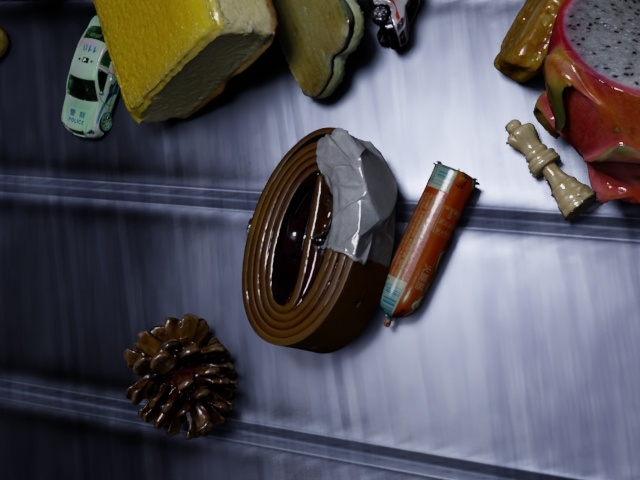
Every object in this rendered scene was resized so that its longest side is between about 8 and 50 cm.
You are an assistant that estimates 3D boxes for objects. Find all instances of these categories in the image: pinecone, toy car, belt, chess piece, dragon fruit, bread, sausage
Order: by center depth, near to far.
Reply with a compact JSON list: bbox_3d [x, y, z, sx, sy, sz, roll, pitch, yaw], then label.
[{"bbox_3d":[0.431,-0.188,1.068,0.305,0.226,0.305,-1,52,2],"label":"dragon fruit"},{"bbox_3d":[0.360,-0.358,1.161,0.077,0.139,0.271,34,93,-6],"label":"bread"},{"bbox_3d":[0.335,-0.112,1.182,0.060,0.060,0.172,-39,70,10],"label":"chess piece"},{"bbox_3d":[0.000,0.000,1.215,0.217,0.122,0.339,11,84,38],"label":"belt"},{"bbox_3d":[0.154,0.012,1.216,0.083,0.083,0.264,25,93,20],"label":"sausage"},{"bbox_3d":[-0.224,0.224,1.275,0.179,0.150,0.195,-36,76,5],"label":"pinecone"},{"bbox_3d":[0.116,-0.414,1.278,0.108,0.089,0.210,-19,74,5],"label":"toy car"},{"bbox_3d":[-0.005,-0.383,1.285,0.207,0.056,0.286,-31,74,47],"label":"bread"},{"bbox_3d":[-0.240,-0.405,1.307,0.323,0.143,0.333,-28,76,46],"label":"bread"},{"bbox_3d":[-0.412,-0.300,1.446,0.090,0.076,0.224,17,88,18],"label":"toy car"}]

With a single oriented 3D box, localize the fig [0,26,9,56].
[{"bbox_3d":[-0.652,-0.389,1.527,0.082,0.098,0.084,-32,85,10],"label":"fig"}]
